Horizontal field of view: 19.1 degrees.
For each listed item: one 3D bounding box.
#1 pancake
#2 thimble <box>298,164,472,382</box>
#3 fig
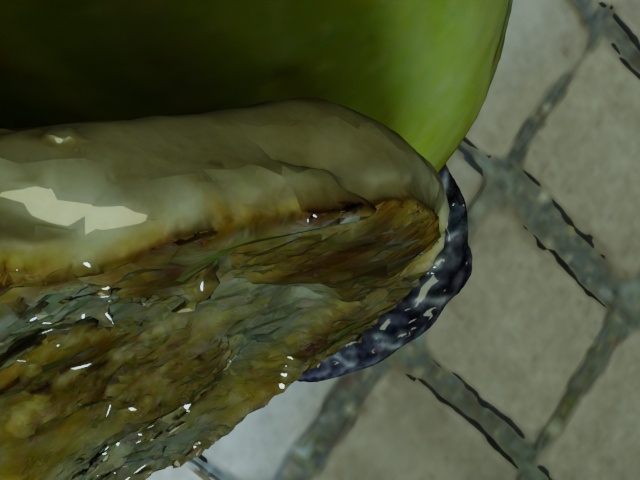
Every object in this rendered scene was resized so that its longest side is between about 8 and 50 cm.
[{"bbox_3d":[-0.131,0.066,0.503,0.356,0.356,0.065,-22,72,-25],"label":"pancake"},{"bbox_3d":[-0.002,0.000,0.699,0.104,0.066,0.095,-17,102,-25],"label":"thimble"},{"bbox_3d":[-0.053,-0.147,0.562,0.258,0.258,0.326,-37,111,-21],"label":"fig"}]
